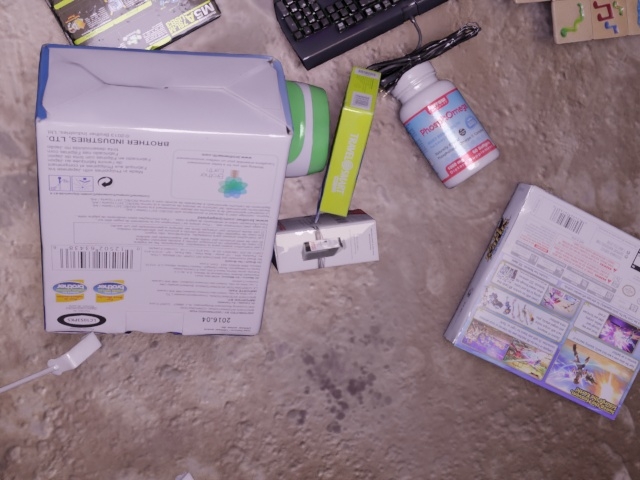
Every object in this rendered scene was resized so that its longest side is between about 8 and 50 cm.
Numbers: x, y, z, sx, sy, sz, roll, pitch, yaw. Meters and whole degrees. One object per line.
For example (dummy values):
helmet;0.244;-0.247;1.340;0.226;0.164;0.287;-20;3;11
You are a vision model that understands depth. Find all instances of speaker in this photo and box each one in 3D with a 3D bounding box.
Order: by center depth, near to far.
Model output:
speaker;-0.143;-0.143;1.348;0.296;0.131;0.131;0;97;-10

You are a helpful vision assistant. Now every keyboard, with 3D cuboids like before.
keyboard;0.109;-0.311;1.384;0.317;0.033;0.201;-28;79;-5

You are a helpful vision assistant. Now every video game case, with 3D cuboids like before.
video game case;0.345;0.086;1.492;0.269;0.061;0.244;26;91;-12

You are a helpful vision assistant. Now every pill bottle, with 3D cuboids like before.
pill bottle;0.161;-0.155;1.411;0.087;0.087;0.160;-34;89;-4

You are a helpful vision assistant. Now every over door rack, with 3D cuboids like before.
over door rack;-0.357;0.284;1.318;0.324;0.108;0.239;-26;103;22

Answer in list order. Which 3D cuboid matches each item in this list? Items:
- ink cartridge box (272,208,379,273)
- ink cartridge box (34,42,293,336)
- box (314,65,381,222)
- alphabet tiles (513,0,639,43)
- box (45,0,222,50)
ink cartridge box;0.000;0.000;1.403;0.135;0.099;0.056;-8;102;-8
ink cartridge box;-0.194;-0.024;1.259;0.270;0.151;0.395;2;133;-10
box;0.034;-0.116;1.350;0.042;0.109;0.178;13;128;-1
alphabet tiles;0.402;-0.419;1.433;0.342;0.011;0.285;-10;98;-19
box;-0.250;-0.322;1.349;0.190;0.045;0.184;-30;103;-6
